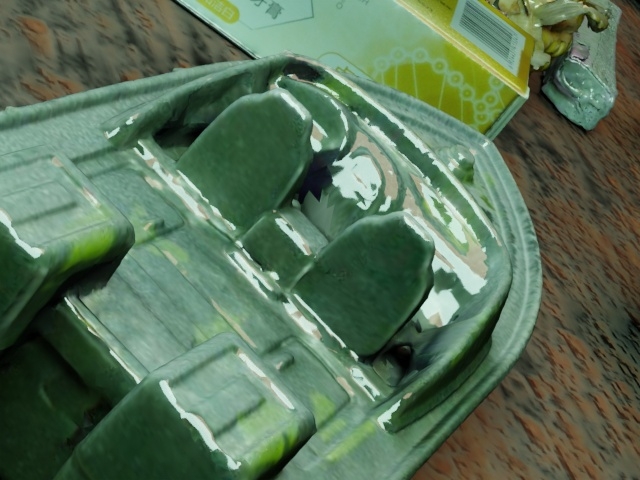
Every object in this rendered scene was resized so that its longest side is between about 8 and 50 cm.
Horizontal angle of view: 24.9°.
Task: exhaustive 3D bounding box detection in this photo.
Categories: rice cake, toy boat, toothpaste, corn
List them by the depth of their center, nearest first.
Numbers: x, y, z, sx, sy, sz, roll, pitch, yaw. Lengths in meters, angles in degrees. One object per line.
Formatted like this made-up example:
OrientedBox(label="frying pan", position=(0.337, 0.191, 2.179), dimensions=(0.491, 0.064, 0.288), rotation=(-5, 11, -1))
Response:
OrientedBox(label="toy boat", position=(0.000, 0.000, 0.451), dimensions=(0.141, 0.092, 0.319), rotation=(45, 26, 8))
OrientedBox(label="toothpaste", position=(-0.044, -0.148, 0.655), dimensions=(0.313, 0.071, 0.089), rotation=(36, 29, -8))
OrientedBox(label="corn", position=(0.116, -0.172, 0.862), dimensions=(0.106, 0.106, 0.293), rotation=(36, 26, -7))
OrientedBox(label="rice cake", position=(0.171, -0.126, 0.932), dimensions=(0.043, 0.034, 0.211), rotation=(39, 26, -7))
